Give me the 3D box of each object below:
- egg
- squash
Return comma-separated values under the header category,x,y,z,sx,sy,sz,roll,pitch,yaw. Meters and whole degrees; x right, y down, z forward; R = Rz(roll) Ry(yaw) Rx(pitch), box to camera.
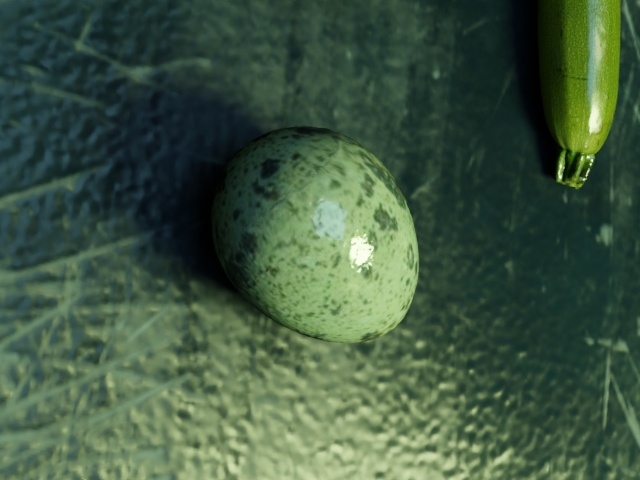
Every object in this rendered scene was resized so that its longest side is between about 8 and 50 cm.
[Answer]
category,x,y,z,sx,sy,sz,roll,pitch,yaw
egg,0.000,0.000,1.102,0.132,0.132,0.172,-51,121,-23
squash,0.206,-0.169,1.268,0.066,0.066,0.252,3,84,-29
